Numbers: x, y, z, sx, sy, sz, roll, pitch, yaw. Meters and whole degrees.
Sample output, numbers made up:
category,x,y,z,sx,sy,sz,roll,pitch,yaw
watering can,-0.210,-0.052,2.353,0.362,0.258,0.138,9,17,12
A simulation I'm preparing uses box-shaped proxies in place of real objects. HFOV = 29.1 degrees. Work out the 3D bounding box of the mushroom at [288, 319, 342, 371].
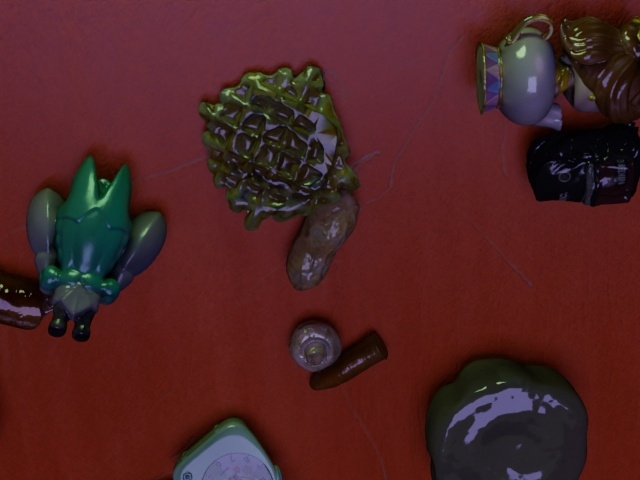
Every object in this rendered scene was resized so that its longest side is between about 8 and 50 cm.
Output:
category,x,y,z,sx,sy,sz,roll,pitch,yaw
mushroom,-0.008,0.165,1.916,0.083,0.067,0.084,-2,122,-4

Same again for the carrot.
category,x,y,z,sx,sy,sz,roll,pitch,yaw
carrot,0.041,0.201,1.946,0.139,0.048,0.048,-34,112,15

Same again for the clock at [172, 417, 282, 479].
category,x,y,z,sx,sy,sz,roll,pitch,yaw
clock,-0.136,0.394,1.986,0.148,0.060,0.188,-38,96,-3

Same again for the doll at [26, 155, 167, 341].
category,x,y,z,sx,sy,sz,roll,pitch,yaw
doll,-0.348,0.008,1.772,0.195,0.153,0.258,40,65,-5

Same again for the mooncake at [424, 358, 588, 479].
category,x,y,z,sx,sy,sz,roll,pitch,yaw
mooncake,0.292,0.313,1.964,0.275,0.135,0.275,-1,111,-3

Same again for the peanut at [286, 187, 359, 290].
category,x,y,z,sx,sy,sz,roll,pitch,yaw
peanut,0.000,0.000,1.833,0.080,0.080,0.174,23,110,-12

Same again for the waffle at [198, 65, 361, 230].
category,x,y,z,sx,sy,sz,roll,pitch,yaw
waffle,-0.067,-0.133,1.764,0.204,0.054,0.223,-17,100,10

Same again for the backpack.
category,x,y,z,sx,sy,sz,roll,pitch,yaw
backpack,0.384,-0.104,1.783,0.165,0.106,0.120,-12,139,3

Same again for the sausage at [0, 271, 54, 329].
category,x,y,z,sx,sy,sz,roll,pitch,yaw
sausage,-0.531,0.047,1.833,0.302,0.076,0.103,32,102,-17

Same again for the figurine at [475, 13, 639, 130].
category,x,y,z,sx,sy,sz,roll,pitch,yaw
figurine,0.350,-0.232,1.706,0.263,0.142,0.189,-3,137,2
